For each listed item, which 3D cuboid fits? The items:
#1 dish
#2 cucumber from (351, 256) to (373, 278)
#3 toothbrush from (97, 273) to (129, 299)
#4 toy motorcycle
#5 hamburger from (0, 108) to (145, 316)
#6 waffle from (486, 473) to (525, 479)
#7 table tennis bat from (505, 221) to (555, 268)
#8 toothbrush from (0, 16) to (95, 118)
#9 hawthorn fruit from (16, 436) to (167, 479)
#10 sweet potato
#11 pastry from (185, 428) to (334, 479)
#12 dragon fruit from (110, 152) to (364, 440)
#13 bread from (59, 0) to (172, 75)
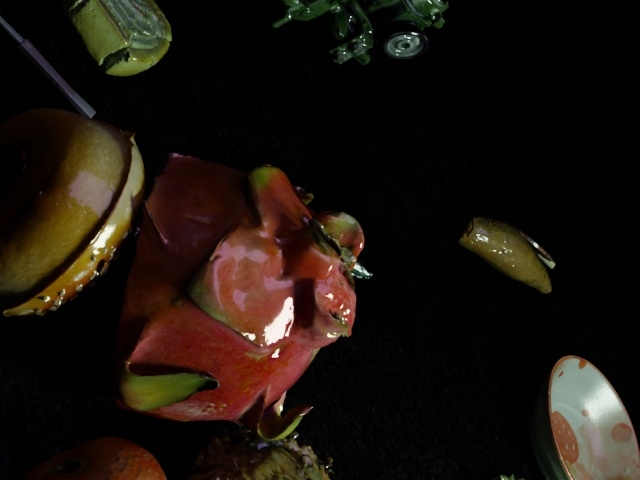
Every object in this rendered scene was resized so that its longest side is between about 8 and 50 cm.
[{"bbox_3d":[0.397,0.316,1.952,0.260,0.085,0.260,30,47,-39],"label":"dish"},{"bbox_3d":[0.000,0.000,1.719,0.184,0.033,0.036,42,65,-25],"label":"cucumber"},{"bbox_3d":[-0.136,0.026,1.526,0.364,0.041,0.040,-15,79,-54],"label":"toothbrush"},{"bbox_3d":[0.053,-0.372,1.888,0.275,0.205,0.127,38,43,-38],"label":"toy motorcycle"},{"bbox_3d":[-0.269,-0.030,1.246,0.147,0.237,0.236,37,42,-40],"label":"hamburger"},{"bbox_3d":[0.281,0.428,1.759,0.214,0.054,0.207,12,54,-44],"label":"waffle"},{"bbox_3d":[0.364,0.011,2.134,0.095,0.014,0.158,38,1,39],"label":"table tennis bat"},{"bbox_3d":[-0.334,-0.217,1.466,0.194,0.017,0.014,50,43,-20],"label":"toothbrush"},{"bbox_3d":[-0.262,0.265,1.132,0.285,0.165,0.165,4,64,-43],"label":"hawthorn fruit"},{"bbox_3d":[0.317,0.021,2.058,0.244,0.077,0.077,28,47,-35],"label":"sweet potato"},{"bbox_3d":[-0.038,0.325,1.319,0.275,0.193,0.274,28,47,-35],"label":"pastry"},{"bbox_3d":[-0.078,0.064,1.301,0.226,0.305,0.305,12,48,0],"label":"dragon fruit"},{"bbox_3d":[-0.257,-0.282,1.562,0.156,0.064,0.117,52,35,-15],"label":"bread"}]
